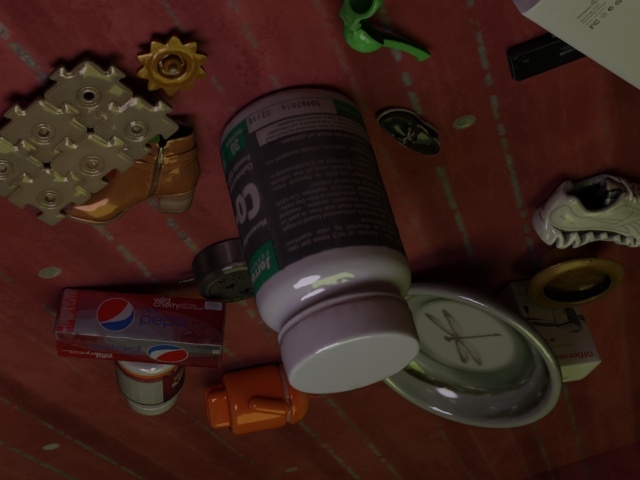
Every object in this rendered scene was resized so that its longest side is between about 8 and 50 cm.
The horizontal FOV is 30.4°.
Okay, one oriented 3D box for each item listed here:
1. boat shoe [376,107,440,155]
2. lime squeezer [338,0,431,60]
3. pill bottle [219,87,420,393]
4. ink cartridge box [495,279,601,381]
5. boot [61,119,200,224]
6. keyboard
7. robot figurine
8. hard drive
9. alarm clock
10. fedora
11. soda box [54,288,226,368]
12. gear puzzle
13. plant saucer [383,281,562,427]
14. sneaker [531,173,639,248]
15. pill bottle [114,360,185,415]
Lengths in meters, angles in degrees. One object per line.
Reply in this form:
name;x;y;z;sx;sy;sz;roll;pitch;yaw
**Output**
boat shoe;0.127;-0.152;1.667;0.046;0.038;0.125;-31;149;27
lime squeezer;0.075;-0.279;1.384;0.109;0.059;0.310;-16;152;1
pill bottle;0.000;0.000;1.530;0.204;0.361;0.204;-12;152;-7
ink cartridge box;0.438;0.174;2.277;0.139;0.191;0.082;-5;150;-22
boot;-0.256;-0.097;1.545;0.197;0.073;0.152;-7;144;-14
keyboard;0.337;-0.272;1.576;0.180;0.023;0.108;-21;159;7
robot figurine;-0.115;0.310;2.304;0.219;0.128;0.158;-9;152;-13
hard drive;0.425;-0.315;1.479;0.353;0.047;0.233;17;128;-46
alarm clock;-0.123;0.043;1.877;0.192;0.064;0.129;-34;148;26
fedora;0.470;0.056;2.198;0.194;0.079;0.194;-7;149;-4
soda box;-0.285;0.140;1.874;0.263;0.084;0.092;6;149;-5
gear puzzle;-0.280;-0.154;1.439;0.339;0.044;0.175;-34;134;23
plant saucer;0.264;0.191;2.192;0.400;0.101;0.400;18;143;14
sneaker;0.507;-0.057;1.989;0.292;0.110;0.118;-6;142;-20
pill bottle;-0.295;0.217;2.041;0.121;0.121;0.221;-10;152;-12
